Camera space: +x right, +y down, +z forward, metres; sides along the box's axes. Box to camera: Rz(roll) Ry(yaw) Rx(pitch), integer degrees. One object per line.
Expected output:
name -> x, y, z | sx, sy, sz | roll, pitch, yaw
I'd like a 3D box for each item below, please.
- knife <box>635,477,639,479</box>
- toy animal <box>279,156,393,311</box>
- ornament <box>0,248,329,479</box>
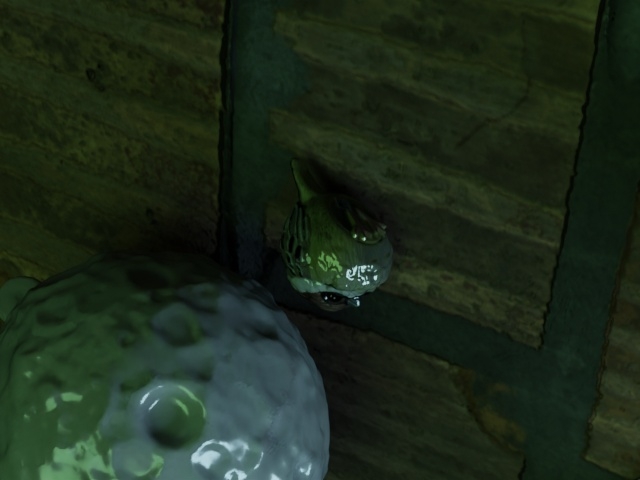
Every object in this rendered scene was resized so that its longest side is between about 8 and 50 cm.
knife -> 0.256, 0.312, 1.445 | 0.080, 0.044, 0.331 | 34, 124, 21
toy animal -> 0.000, 0.000, 1.388 | 0.137, 0.098, 0.098 | 49, 133, 17
ornament -> -0.146, 0.171, 1.432 | 0.337, 0.337, 0.337 | 16, 124, 25
